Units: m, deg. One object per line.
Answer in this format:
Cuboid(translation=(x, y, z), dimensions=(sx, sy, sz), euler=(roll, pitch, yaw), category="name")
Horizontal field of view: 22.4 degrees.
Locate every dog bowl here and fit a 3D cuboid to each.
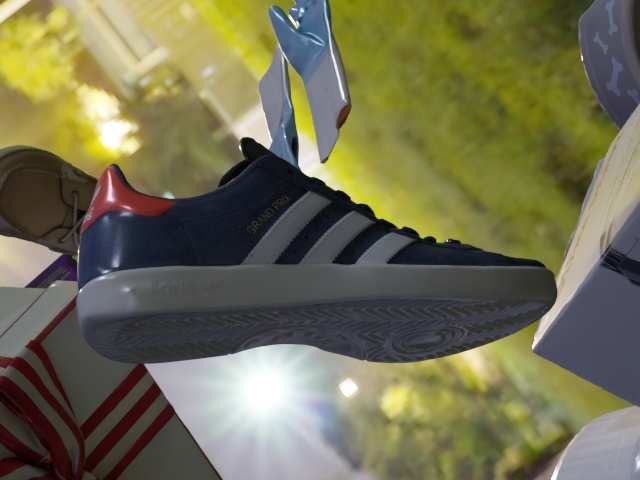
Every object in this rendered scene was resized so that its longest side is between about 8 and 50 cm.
Cuboid(translation=(0.505, -0.268, 2.032), dimensions=(0.348, 0.349, 0.102), euler=(53, 172, -7), category="dog bowl")

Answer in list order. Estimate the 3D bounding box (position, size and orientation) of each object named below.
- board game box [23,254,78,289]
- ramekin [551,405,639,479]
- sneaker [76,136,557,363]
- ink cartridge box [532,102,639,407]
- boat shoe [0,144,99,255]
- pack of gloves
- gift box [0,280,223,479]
Cuboid(translation=(-0.327, 0.119, 2.195), dimensions=(0.208, 0.347, 0.056), euler=(34, 158, 37), category="board game box")
Cuboid(translation=(0.318, 0.276, 1.501), dimensions=(0.127, 0.273, 0.273), euler=(-9, 129, 42), category="ramekin")
Cuboid(translation=(0.000, 0.000, 1.158), dimensions=(0.131, 0.350, 0.148), euler=(122, 145, -57), category="sneaker")
Cuboid(translation=(0.353, -0.069, 1.343), dimensions=(0.166, 0.285, 0.395), euler=(28, 143, 1), category="ink cartridge box")
Cuboid(translation=(-0.290, -0.034, 1.876), dimensions=(0.098, 0.109, 0.302), euler=(22, 179, 27), category="boat shoe")
Cuboid(translation=(-0.036, -0.148, 1.607), dimensions=(0.195, 0.046, 0.232), euler=(117, 153, -43), category="pack of gloves")
Cuboid(translation=(-0.255, 0.205, 1.270), dimensions=(0.258, 0.276, 0.255), euler=(-1, 134, 44), category="gift box")
